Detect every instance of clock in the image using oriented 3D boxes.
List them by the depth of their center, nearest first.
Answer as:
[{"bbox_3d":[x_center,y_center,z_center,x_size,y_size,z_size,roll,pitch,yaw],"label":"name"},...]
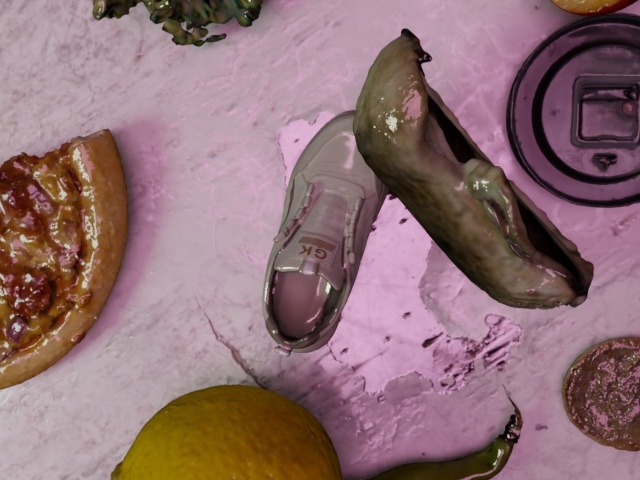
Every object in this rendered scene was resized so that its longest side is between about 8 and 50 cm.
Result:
[{"bbox_3d":[0.335,-0.151,0.820,0.226,0.049,0.226,1,97,6],"label":"clock"}]

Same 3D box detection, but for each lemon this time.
[{"bbox_3d":[-0.100,0.296,0.813,0.267,0.267,0.267,1,96,5],"label":"lemon"}]

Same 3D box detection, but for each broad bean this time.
[{"bbox_3d":[0.123,0.305,0.886,0.318,0.056,0.098,-35,94,5],"label":"broad bean"}]

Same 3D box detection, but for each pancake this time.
[{"bbox_3d":[0.377,0.194,0.864,0.152,0.025,0.151,0,96,4],"label":"pancake"}]

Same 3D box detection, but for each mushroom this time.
[{"bbox_3d":[0.150,-0.054,0.749,0.130,0.247,0.344,-38,116,16],"label":"mushroom"}]

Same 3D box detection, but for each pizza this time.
[{"bbox_3d":[-0.394,0.017,0.881,0.278,0.114,0.409,38,96,-5],"label":"pizza"}]

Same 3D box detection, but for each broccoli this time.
[{"bbox_3d":[-0.176,-0.311,0.739,0.198,0.275,0.177,-12,97,17],"label":"broccoli"}]

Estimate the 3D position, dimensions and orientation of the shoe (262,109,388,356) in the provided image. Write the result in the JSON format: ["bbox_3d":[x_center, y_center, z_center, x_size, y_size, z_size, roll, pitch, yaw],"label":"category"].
[{"bbox_3d":[0.000,0.000,0.814,0.124,0.159,0.316,15,100,5],"label":"shoe"}]

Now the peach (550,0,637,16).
[{"bbox_3d":[0.315,-0.322,0.771,0.151,0.118,0.151,3,96,34],"label":"peach"}]
